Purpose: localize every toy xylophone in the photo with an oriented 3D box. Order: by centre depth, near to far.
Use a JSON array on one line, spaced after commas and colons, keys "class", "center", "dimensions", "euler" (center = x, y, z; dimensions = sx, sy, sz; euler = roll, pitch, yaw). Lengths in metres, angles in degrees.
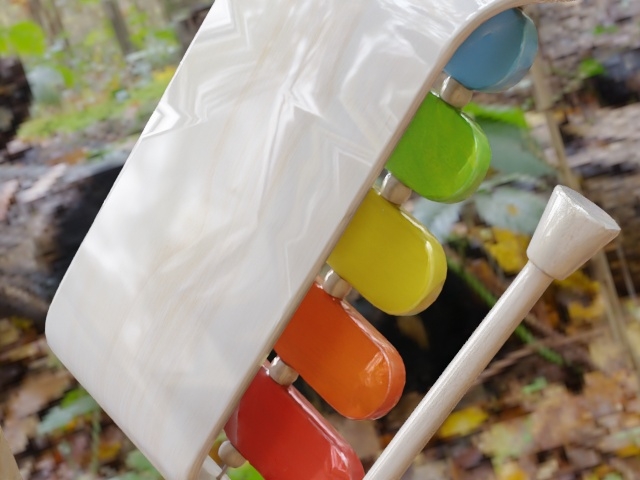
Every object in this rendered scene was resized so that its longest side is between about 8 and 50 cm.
[{"class": "toy xylophone", "center": [0.000, 0.000, 0.639], "dimensions": [0.081, 0.236, 0.322], "euler": [6, -52, -53]}]

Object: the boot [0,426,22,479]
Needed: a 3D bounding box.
[{"class": "boot", "center": [-0.182, 0.129, 0.396], "dimensions": [0.211, 0.295, 0.104], "euler": [11, 33, 21]}]
